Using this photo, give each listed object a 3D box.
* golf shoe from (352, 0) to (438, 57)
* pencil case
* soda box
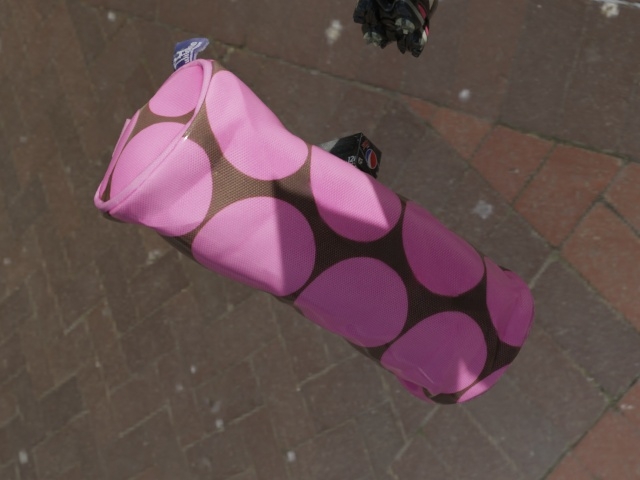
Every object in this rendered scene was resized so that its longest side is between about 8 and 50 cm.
[{"bbox_3d":[0.086,-0.317,1.019,0.105,0.273,0.120,21,73,10],"label":"golf shoe"},{"bbox_3d":[0.000,0.000,0.447,0.098,0.209,0.095,-8,52,59],"label":"pencil case"},{"bbox_3d":[0.001,-0.098,1.325,0.169,0.053,0.060,-11,54,36],"label":"soda box"}]
